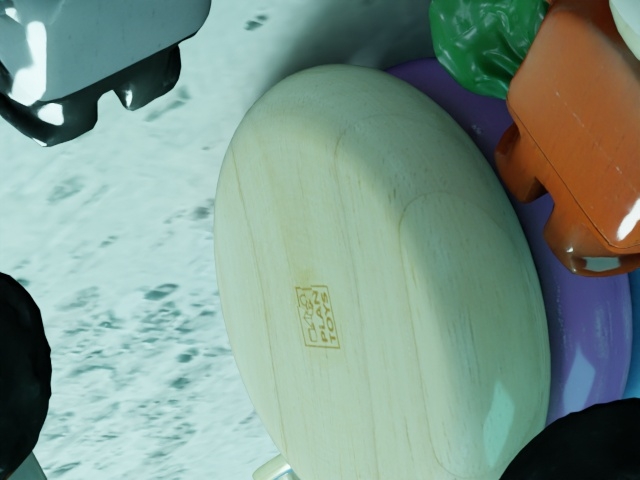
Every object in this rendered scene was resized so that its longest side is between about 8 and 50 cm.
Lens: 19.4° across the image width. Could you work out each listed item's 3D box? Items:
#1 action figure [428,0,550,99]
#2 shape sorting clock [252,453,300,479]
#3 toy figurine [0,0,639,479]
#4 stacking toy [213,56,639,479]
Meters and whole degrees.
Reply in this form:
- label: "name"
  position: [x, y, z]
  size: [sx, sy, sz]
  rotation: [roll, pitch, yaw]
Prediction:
- label: "action figure"
  position: [0.130, -0.106, 0.483]
  size: [0.232, 0.063, 0.137]
  rotation: [-31, 155, 9]
- label: "shape sorting clock"
  position: [0.070, 0.059, 0.741]
  size: [0.206, 0.040, 0.206]
  rotation: [-18, 169, -4]
- label: "toy figurine"
  position: [0.000, 0.000, 0.385]
  size: [0.209, 0.213, 0.148]
  rotation: [17, 155, -2]
- label: "stacking toy"
  position: [0.136, -0.016, 0.612]
  size: [0.330, 0.141, 0.141]
  rotation: [-16, 155, -30]
